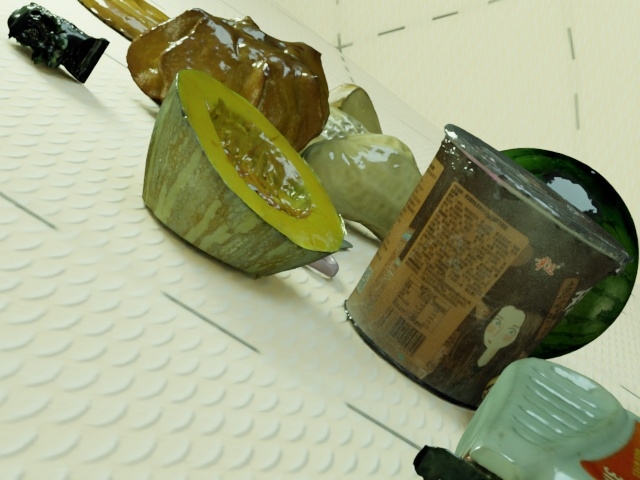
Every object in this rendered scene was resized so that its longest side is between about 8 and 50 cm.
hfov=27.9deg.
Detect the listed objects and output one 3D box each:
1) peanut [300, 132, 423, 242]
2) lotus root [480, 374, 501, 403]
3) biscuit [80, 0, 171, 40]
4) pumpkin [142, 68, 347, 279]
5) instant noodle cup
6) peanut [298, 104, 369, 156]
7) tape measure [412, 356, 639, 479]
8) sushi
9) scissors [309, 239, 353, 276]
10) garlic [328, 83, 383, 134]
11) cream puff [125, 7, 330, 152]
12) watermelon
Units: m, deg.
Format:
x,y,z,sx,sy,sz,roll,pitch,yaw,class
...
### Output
x,y,z,sx,sy,sz,roll,pitch,yaw,class
0.093,-0.058,1.627,0.274,0.125,0.111,28,-5,-31,peanut
0.190,0.158,1.176,0.152,0.063,0.072,29,46,-43,lotus root
-0.264,-0.329,1.925,0.262,0.037,0.262,34,12,-8,biscuit
-0.084,-0.044,1.174,0.217,0.110,0.217,45,12,-12,pumpkin
0.149,0.031,1.233,0.217,0.207,0.217,35,12,-8,instant noodle cup
-0.024,-0.160,1.794,0.214,0.090,0.098,32,54,-1,peanut
0.181,0.195,0.883,0.246,0.125,0.243,34,18,8,tape measure
-0.287,-0.217,1.373,0.083,0.056,0.085,39,12,17,sushi
0.000,0.000,1.393,0.110,0.021,0.212,41,14,16,scissors
0.046,-0.155,1.905,0.101,0.087,0.195,32,-28,48,garlic
-0.097,-0.182,1.553,0.241,0.155,0.269,32,18,10,cream puff
0.231,0.016,1.439,0.242,0.242,0.242,33,12,-8,watermelon
